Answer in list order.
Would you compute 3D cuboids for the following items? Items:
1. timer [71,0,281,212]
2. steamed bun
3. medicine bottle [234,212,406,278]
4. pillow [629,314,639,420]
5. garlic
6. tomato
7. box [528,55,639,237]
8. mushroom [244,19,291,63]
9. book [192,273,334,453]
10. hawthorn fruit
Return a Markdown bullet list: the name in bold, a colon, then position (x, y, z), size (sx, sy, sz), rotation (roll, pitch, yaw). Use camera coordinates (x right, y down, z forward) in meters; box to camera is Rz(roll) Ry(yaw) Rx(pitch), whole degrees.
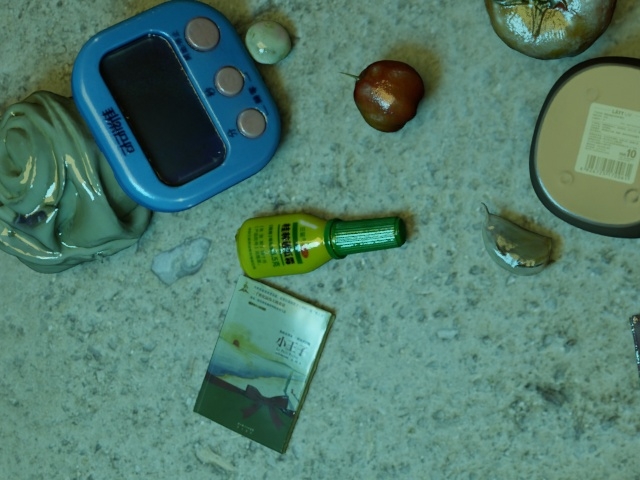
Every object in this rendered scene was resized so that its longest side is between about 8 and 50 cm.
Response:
- **timer**: position (-0.252, -0.235, 1.814), size (0.309, 0.115, 0.340), rotation (-30, 93, -19)
- **steamed bun**: position (-0.490, -0.116, 1.911), size (0.367, 0.255, 0.343), rotation (-17, 85, 18)
- **medicine bottle**: position (0.000, 0.000, 1.837), size (0.308, 0.076, 0.111), rotation (-7, 92, 19)
- **pillow**: position (0.561, 0.204, 1.664), size (0.118, 0.043, 0.185), rotation (-8, 90, 22)
- **garlic**: position (0.319, 0.010, 1.734), size (0.152, 0.066, 0.084), rotation (26, 74, 13)
- **tomato**: position (0.363, -0.363, 1.633), size (0.214, 0.180, 0.155), rotation (-3, 99, 23)
- **box**: position (0.454, -0.140, 1.593), size (0.301, 0.216, 0.301), rotation (2, 96, 20)
- **mushroom**: position (-0.094, -0.351, 1.851), size (0.083, 0.067, 0.084), rotation (4, 60, -7)
- **book**: position (-0.108, 0.229, 1.914), size (0.201, 0.026, 0.289), rotation (22, 101, 19)
- **hawthorn fruit**: position (0.113, -0.253, 1.751), size (0.125, 0.125, 0.140), rotation (-25, 106, 19)
